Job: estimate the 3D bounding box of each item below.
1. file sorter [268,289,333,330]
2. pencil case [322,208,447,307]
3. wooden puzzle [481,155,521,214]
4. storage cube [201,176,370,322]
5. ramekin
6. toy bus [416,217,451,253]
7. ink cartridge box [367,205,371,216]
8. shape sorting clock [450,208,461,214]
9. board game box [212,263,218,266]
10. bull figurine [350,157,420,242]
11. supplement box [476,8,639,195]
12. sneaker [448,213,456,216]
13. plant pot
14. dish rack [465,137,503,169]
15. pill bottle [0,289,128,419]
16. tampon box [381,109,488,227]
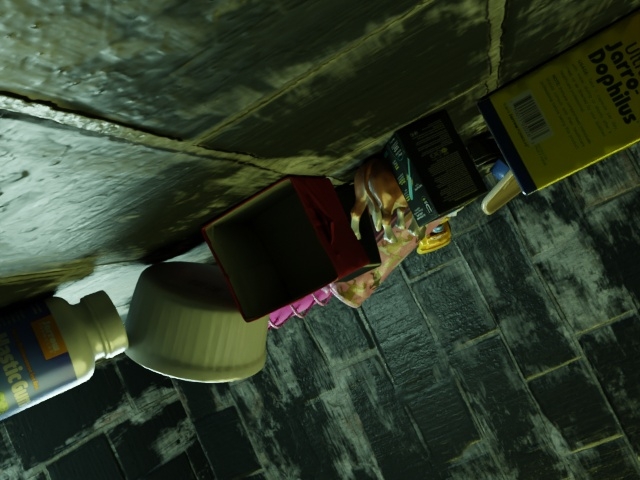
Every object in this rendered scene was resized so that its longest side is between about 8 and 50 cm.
[{"bbox_3d":[-0.133,0.133,1.582,0.291,0.202,0.182,-30,-176,20],"label":"file sorter"},{"bbox_3d":[0.156,-0.005,1.482,0.386,0.167,0.160,-47,-152,12],"label":"pencil case"},{"bbox_3d":[0.575,-0.257,1.597,0.322,0.080,0.347,-31,157,-41],"label":"wooden puzzle"},{"bbox_3d":[-0.051,0.010,1.048,0.215,0.183,0.193,-28,176,20],"label":"storage cube"},{"bbox_3d":[-0.224,0.139,1.124,0.277,0.135,0.277,14,-168,-3],"label":"ramekin"},{"bbox_3d":[0.361,-0.091,1.984,0.150,0.220,0.211,-20,168,-15],"label":"toy bus"},{"bbox_3d":[0.108,-0.035,1.643,0.134,0.078,0.231,-20,153,-50],"label":"ink cartridge box"},{"bbox_3d":[0.288,-0.121,1.588,0.206,0.040,0.206,5,148,3],"label":"shape sorting clock"},{"bbox_3d":[-0.325,0.102,1.553,0.126,0.026,0.186,-29,174,38],"label":"board game box"},{"bbox_3d":[0.170,-0.102,1.235,0.101,0.188,0.310,18,-162,40],"label":"bull figurine"},{"bbox_3d":[0.497,-0.247,1.078,0.357,0.195,0.194,-29,175,24],"label":"supplement box"},{"bbox_3d":[0.331,-0.121,1.834,0.305,0.152,0.114,-25,178,12],"label":"sneaker"},{"bbox_3d":[0.000,0.000,1.317,0.167,0.188,0.187,-11,170,-24],"label":"plant pot"},{"bbox_3d":[0.358,-0.195,1.647,0.272,0.074,0.208,-29,174,32],"label":"dish rack"},{"bbox_3d":[-0.458,0.180,0.956,0.272,0.152,0.152,-24,175,-29],"label":"pill bottle"},{"bbox_3d":[0.197,-0.122,1.056,0.102,0.161,0.120,-25,176,-10],"label":"tampon box"}]
